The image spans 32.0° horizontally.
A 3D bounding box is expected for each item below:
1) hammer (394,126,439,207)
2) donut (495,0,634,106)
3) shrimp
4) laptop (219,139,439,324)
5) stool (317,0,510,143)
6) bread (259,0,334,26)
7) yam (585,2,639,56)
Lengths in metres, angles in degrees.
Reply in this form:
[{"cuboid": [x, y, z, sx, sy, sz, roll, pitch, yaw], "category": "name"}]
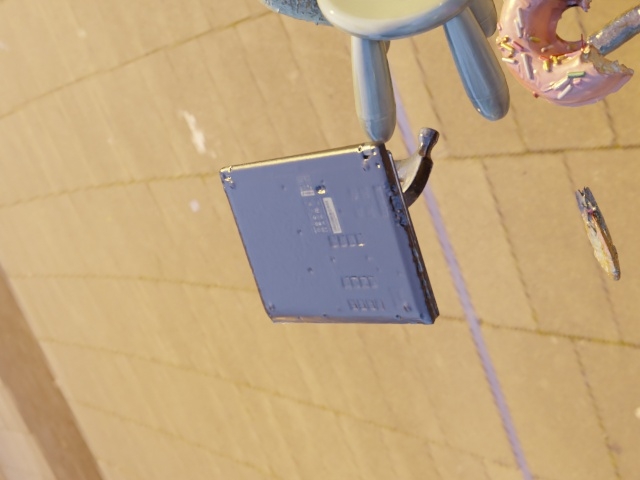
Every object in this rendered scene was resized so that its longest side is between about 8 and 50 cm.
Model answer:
[{"cuboid": [0.070, -0.106, 1.764, 0.037, 0.137, 0.289, 24, 169, -34], "category": "hammer"}, {"cuboid": [0.345, -0.309, 1.628, 0.199, 0.085, 0.233, -8, 92, 39], "category": "donut"}, {"cuboid": [0.500, -0.011, 2.008, 0.099, 0.041, 0.180, -8, -103, -75], "category": "shrimp"}, {"cuboid": [0.000, 0.000, 0.788, 0.180, 0.016, 0.129, -5, 107, 50], "category": "laptop"}, {"cuboid": [0.115, -0.246, 1.285, 0.199, 0.195, 0.195, 62, -158, -48], "category": "stool"}, {"cuboid": [0.007, -0.391, 1.356, 0.040, 0.267, 0.267, -117, 6, -72], "category": "bread"}, {"cuboid": [0.617, -0.427, 2.103, 0.253, 0.061, 0.061, -30, 89, 35], "category": "yam"}]
